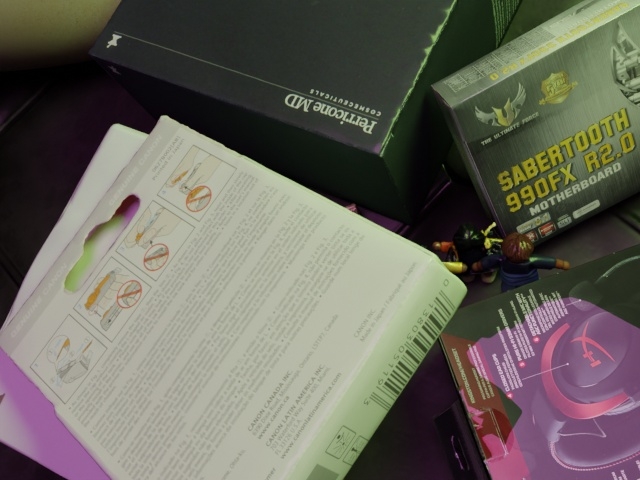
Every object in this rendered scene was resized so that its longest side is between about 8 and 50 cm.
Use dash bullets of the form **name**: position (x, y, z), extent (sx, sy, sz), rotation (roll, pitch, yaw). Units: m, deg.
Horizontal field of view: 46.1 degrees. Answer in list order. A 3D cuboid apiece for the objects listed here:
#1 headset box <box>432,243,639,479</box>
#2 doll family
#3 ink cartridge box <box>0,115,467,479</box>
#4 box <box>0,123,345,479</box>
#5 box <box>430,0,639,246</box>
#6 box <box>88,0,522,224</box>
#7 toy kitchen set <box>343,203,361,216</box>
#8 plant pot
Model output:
- **headset box**: position (0.242, 0.135, 0.628), extent (0.293, 0.110, 0.218), rotation (-22, 66, 8)
- **doll family**: position (0.126, 0.025, 0.695), extent (0.193, 0.111, 0.076), rotation (-14, 55, 10)
- **ink cartridge box**: position (-0.061, 0.045, 0.416), extent (0.225, 0.056, 0.181), rotation (29, 81, 39)
- **box**: position (-0.067, 0.094, 0.605), extent (0.168, 0.345, 0.215), rotation (20, 78, 22)
- **box**: position (0.240, -0.114, 0.680), extent (0.231, 0.183, 0.056), rotation (-28, 35, 4)
- **box**: position (-0.002, -0.235, 0.796), extent (0.343, 0.179, 0.312), rotation (23, 78, 23)
- **toy kitchen set**: position (0.000, 0.000, 0.767), extent (0.083, 0.075, 0.068), rotation (-21, 68, 13)
- **plant pot**: position (-0.336, -0.316, 0.906), extent (0.274, 0.256, 0.256), rotation (7, 73, 2)
